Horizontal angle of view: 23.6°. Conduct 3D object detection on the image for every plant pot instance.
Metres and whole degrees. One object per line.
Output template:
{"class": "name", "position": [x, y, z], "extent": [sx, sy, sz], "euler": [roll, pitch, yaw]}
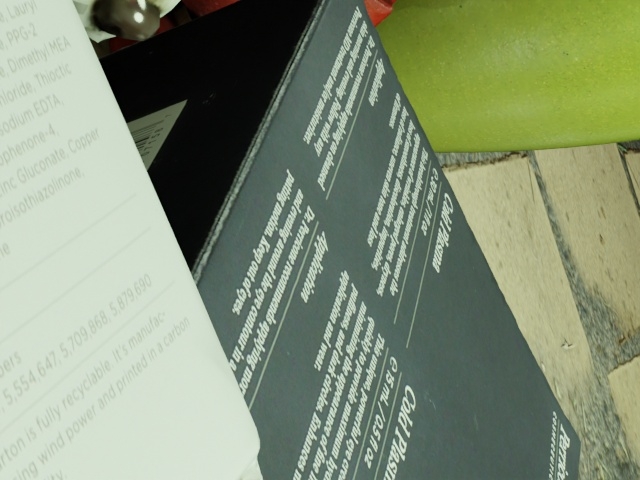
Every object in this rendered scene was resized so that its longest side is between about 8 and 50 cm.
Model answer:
{"class": "plant pot", "position": [0.142, -0.175, 1.132], "extent": [0.275, 0.294, 0.274], "euler": [47, 33, -45]}

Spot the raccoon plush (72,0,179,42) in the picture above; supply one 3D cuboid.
{"class": "raccoon plush", "position": [-0.142, -0.270, 0.532], "extent": [0.216, 0.299, 0.446], "euler": [-19, 90, -68]}

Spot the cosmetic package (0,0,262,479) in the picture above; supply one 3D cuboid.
{"class": "cosmetic package", "position": [-0.195, -0.061, 0.368], "extent": [0.384, 0.217, 0.156], "euler": [70, 22, -10]}

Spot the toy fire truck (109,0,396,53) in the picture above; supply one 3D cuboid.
{"class": "toy fire truck", "position": [-0.058, -0.203, 0.908], "extent": [0.254, 0.169, 0.302], "euler": [49, 20, 8]}

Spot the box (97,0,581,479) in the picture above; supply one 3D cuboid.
{"class": "box", "position": [-0.029, 0.102, 0.676], "extent": [0.312, 0.179, 0.343], "euler": [61, 25, -23]}
